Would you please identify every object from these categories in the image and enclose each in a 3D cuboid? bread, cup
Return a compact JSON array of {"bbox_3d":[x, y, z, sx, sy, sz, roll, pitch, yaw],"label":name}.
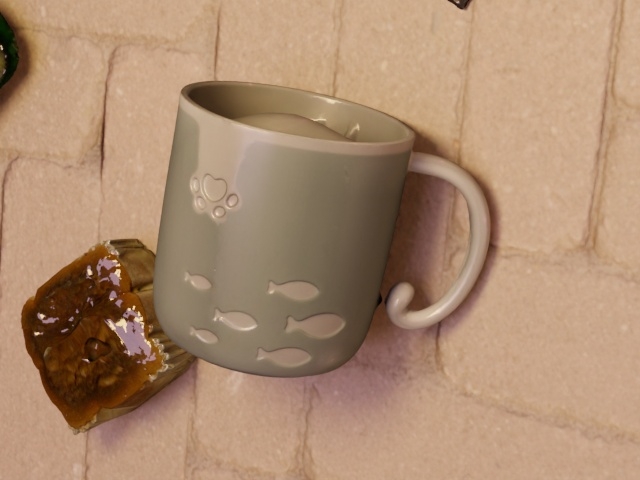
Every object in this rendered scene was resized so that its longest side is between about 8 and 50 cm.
[{"bbox_3d":[-0.266,0.117,1.995,0.210,0.109,0.192,-34,78,32],"label":"bread"},{"bbox_3d":[0.000,0.000,1.747,0.356,0.259,0.275,12,106,0],"label":"cup"}]

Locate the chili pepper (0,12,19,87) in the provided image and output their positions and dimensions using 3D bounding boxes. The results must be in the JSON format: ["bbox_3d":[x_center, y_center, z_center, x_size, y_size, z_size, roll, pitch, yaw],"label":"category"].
[{"bbox_3d":[-0.477,-0.207,2.107,0.148,0.116,0.264,41,117,10],"label":"chili pepper"}]

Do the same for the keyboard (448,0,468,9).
[{"bbox_3d":[0.096,-0.326,1.754,0.195,0.018,0.060,39,123,24],"label":"keyboard"}]
